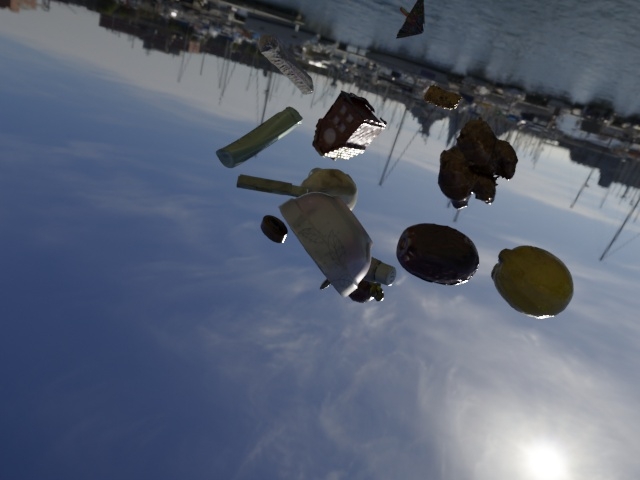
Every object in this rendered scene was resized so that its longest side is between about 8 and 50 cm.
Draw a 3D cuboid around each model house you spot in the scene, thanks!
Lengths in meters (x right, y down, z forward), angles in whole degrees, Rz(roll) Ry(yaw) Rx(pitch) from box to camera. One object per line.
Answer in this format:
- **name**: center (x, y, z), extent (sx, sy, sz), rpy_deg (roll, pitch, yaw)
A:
- **model house**: center (0.092, -0.400, 1.722), extent (0.160, 0.254, 0.196), rpy_deg (50, -151, 19)

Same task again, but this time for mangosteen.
- **mangosteen**: center (0.209, 0.214, 2.141), extent (0.180, 0.166, 0.166), rpy_deg (4, -168, 30)

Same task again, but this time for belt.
- **belt**: center (-0.122, -0.033, 1.238), extent (0.059, 0.036, 0.083), rpy_deg (-23, -120, -42)

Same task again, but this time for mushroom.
- **mushroom**: center (0.021, -0.219, 2.351), extent (0.314, 0.315, 0.356), rpy_deg (9, 174, -19)

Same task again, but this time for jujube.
- **jujube**: center (0.362, 0.038, 1.405), extent (0.243, 0.184, 0.183), rpy_deg (19, -161, -12)

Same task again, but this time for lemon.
- **lemon**: center (0.777, 0.147, 1.697), extent (0.320, 0.245, 0.245), rpy_deg (42, -159, -1)

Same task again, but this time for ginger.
- **ginger**: center (0.606, -0.283, 1.829), extent (0.274, 0.358, 0.152), rpy_deg (30, -152, -3)

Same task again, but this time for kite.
- **kite**: center (0.423, -1.014, 2.099), extent (0.183, 0.241, 0.014), rpy_deg (20, -168, -39)

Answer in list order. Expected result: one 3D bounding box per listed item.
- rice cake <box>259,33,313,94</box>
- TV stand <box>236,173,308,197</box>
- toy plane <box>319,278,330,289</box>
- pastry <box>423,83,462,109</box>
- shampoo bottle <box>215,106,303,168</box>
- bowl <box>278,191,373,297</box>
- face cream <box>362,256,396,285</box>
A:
- **rice cake**: center (-0.123, -0.673, 1.778), extent (0.064, 0.070, 0.399), rpy_deg (-5, 170, 22)
- **TV stand**: center (-0.167, -0.186, 1.597), extent (0.249, 0.036, 0.042), rpy_deg (10, 160, -2)
- **toy plane**: center (0.073, 0.172, 2.254), extent (0.088, 0.212, 0.267), rpy_deg (-12, -164, 27)
- **pastry**: center (0.483, -0.564, 1.827), extent (0.140, 0.080, 0.056), rpy_deg (25, 179, 3)
- **shampoo bottle**: center (-0.128, -0.224, 0.994), extent (0.072, 0.049, 0.212), rpy_deg (5, -142, 46)
- **bowl**: center (0.031, -0.012, 1.174), extent (0.287, 0.143, 0.287), rpy_deg (53, -179, -1)
- **face cream**: center (0.161, 0.103, 1.887), extent (0.314, 0.143, 0.089), rpy_deg (18, -170, 36)
